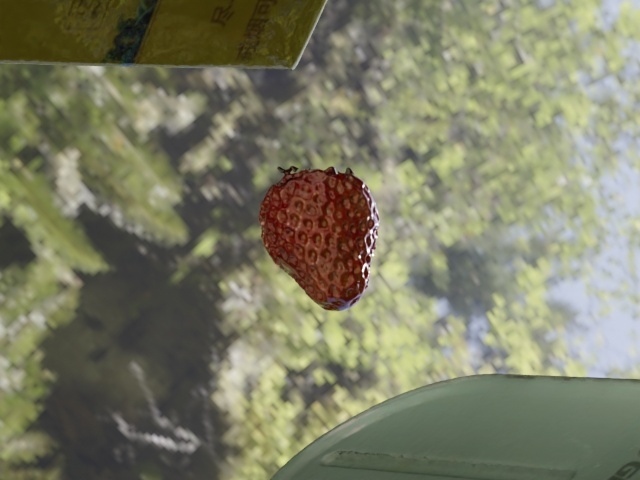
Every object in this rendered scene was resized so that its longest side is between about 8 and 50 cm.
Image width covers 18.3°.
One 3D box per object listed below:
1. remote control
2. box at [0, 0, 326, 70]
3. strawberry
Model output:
[{"bbox_3d":[0.075,0.079,0.554,0.104,0.052,0.247,-34,-162,-33],"label":"remote control"},{"bbox_3d":[-0.095,-0.146,0.858,0.041,0.279,0.153,50,-53,36],"label":"box"},{"bbox_3d":[0.000,0.000,1.102,0.073,0.073,0.083,-13,-118,19],"label":"strawberry"}]
